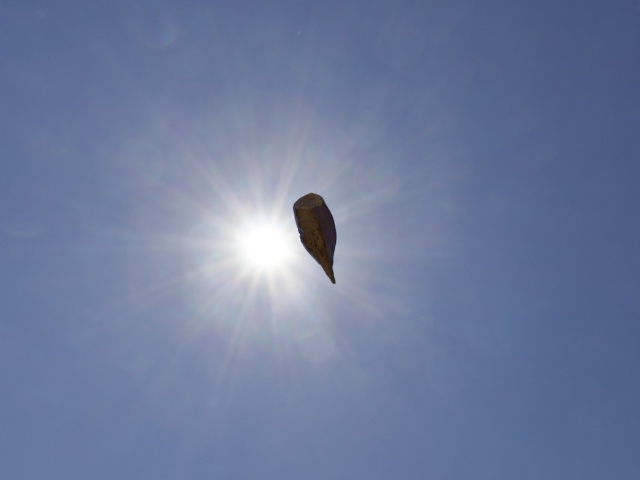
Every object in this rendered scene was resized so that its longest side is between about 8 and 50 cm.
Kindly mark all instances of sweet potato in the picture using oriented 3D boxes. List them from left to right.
[{"bbox_3d":[0.000,0.000,0.907,0.049,0.049,0.117,-13,-78,24],"label":"sweet potato"}]
